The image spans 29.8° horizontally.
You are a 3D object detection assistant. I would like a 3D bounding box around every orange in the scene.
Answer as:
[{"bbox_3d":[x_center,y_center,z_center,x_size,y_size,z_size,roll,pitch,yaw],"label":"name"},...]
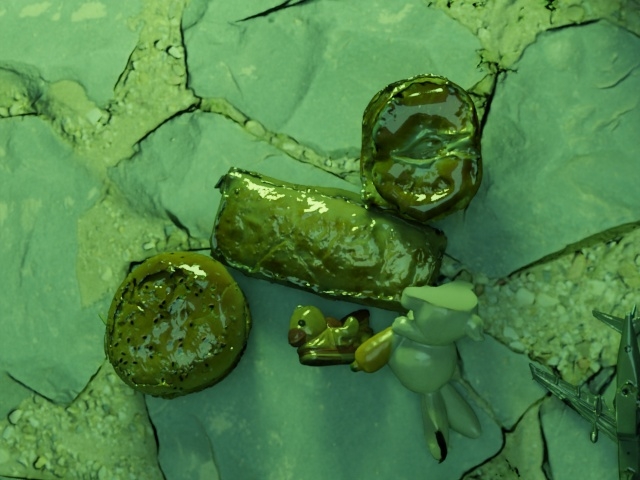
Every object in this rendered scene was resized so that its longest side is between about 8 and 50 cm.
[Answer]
[{"bbox_3d":[0.117,-0.103,1.357,0.160,0.112,0.170,48,113,4],"label":"orange"}]

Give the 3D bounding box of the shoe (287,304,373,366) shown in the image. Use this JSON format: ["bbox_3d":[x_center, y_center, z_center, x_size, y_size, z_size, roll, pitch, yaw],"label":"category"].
[{"bbox_3d":[0.013,0.110,1.380,0.109,0.072,0.069,1,74,-10],"label":"shoe"}]

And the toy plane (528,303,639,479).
[{"bbox_3d":[0.343,0.183,1.335,0.226,0.058,0.226,0,87,24],"label":"toy plane"}]

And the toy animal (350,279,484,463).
[{"bbox_3d":[0.119,0.143,1.341,0.127,0.131,0.182,37,126,39],"label":"toy animal"}]

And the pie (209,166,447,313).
[{"bbox_3d":[0.000,0.000,1.390,0.282,0.068,0.129,16,93,11],"label":"pie"}]

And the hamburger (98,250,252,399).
[{"bbox_3d":[-0.173,0.099,1.386,0.185,0.113,0.177,8,89,8],"label":"hamburger"}]
